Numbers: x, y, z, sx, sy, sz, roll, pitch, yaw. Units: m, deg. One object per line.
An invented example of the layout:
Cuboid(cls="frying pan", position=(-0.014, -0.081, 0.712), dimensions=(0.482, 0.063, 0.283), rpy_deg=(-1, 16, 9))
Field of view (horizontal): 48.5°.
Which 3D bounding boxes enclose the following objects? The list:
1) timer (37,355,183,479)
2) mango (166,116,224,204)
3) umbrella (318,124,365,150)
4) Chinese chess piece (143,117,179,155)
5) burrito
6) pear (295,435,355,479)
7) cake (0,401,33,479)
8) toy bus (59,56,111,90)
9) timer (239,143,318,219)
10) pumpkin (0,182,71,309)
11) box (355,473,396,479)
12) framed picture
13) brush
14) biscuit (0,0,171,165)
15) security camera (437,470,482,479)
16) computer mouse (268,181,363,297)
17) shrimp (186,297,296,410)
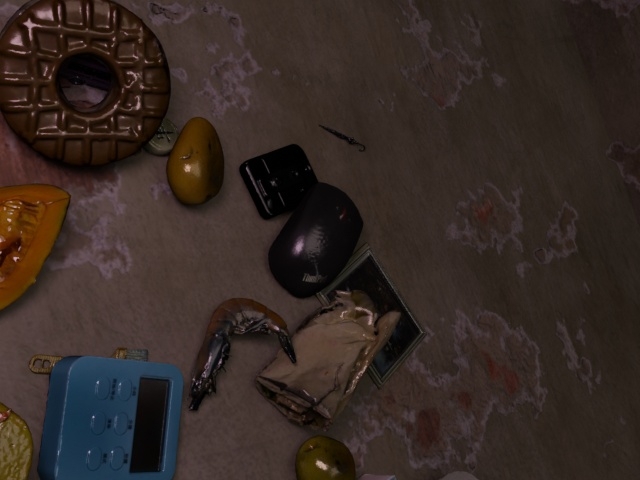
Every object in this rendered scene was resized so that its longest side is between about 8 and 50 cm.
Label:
Cuboid(cls="timer", position=(-0.358, 0.327, 1.272), dimensions=(0.250, 0.091, 0.231), rpy_deg=(13, 73, -38))
Cuboid(cls="mango", position=(-0.259, -0.169, 1.494), dimensions=(0.137, 0.098, 0.195), rpy_deg=(24, 68, -60))
Cuboid(cls="umbrella", position=(0.058, -0.271, 1.837), dimensions=(0.149, 0.022, 0.022), rpy_deg=(27, 23, -28))
Cuboid(cls="Chinese chess piece", position=(-0.342, -0.221, 1.504), dimensions=(0.084, 0.034, 0.084), rpy_deg=(12, 68, -33))
Cuboid(cls="burrito", position=(0.030, 0.256, 1.564), dimensions=(0.332, 0.190, 0.135), rpy_deg=(-46, 140, -35))
Cuboid(cls="pear", position=(0.020, 0.480, 1.501), dimensions=(0.141, 0.104, 0.141), rpy_deg=(16, 62, -32))
Cuboid(cls="cake", position=(-0.563, 0.365, 1.072), dimensions=(0.179, 0.156, 0.260), rpy_deg=(40, 57, -13))
Cuboid(cls="toy bus", position=(-0.432, -0.355, 1.436), dimensions=(0.178, 0.098, 0.086), rpy_deg=(13, 67, -34))
Cuboid(cls="timer", position=(-0.087, -0.143, 1.660), dimensions=(0.187, 0.055, 0.144), rpy_deg=(-28, 92, -40))
Cuboid(cls="pumpkin", position=(-0.579, 0.019, 1.208), dimensions=(0.312, 0.148, 0.169), rpy_deg=(-24, 129, -32))
Cuboid(cls="box", position=(0.072, 0.646, 1.484), dimensions=(0.274, 0.116, 0.203), rpy_deg=(-20, 89, -40))
Cuboid(cls="framed picture", position=(0.134, 0.179, 1.748), dimensions=(0.232, 0.019, 0.296), rpy_deg=(-41, 101, -38))
Cuboid(cls="brush", position=(-0.423, 0.232, 1.307), dimensions=(0.218, 0.010, 0.082), rpy_deg=(13, 68, -34))
Cuboid(cls="biscuit", position=(-0.441, -0.299, 1.327), dimensions=(0.332, 0.103, 0.332), rpy_deg=(-9, 110, -27))
Cuboid(cls="security camera", position=(0.371, 0.676, 1.662), dimensions=(0.236, 0.194, 0.194), rpy_deg=(41, 55, -23))
Cuboid(cls="computer mouse", position=(0.000, 0.000, 1.630), dimensions=(0.170, 0.100, 0.269), rpy_deg=(45, 61, -29))
Cuboid(cls="shrimp", position=(-0.155, 0.247, 1.446), dimensions=(0.198, 0.051, 0.262), rpy_deg=(22, 63, 0))
